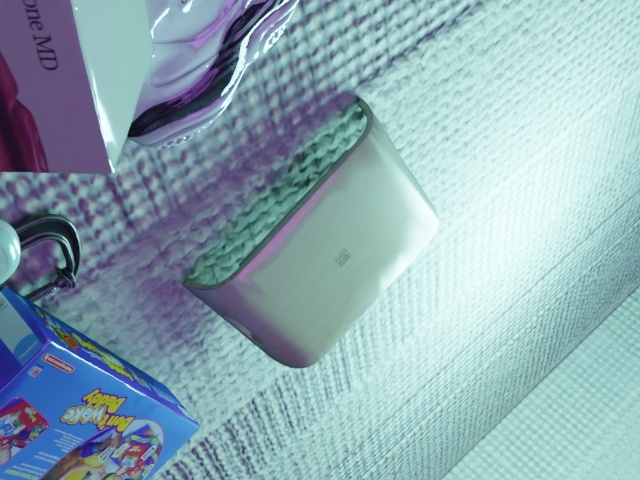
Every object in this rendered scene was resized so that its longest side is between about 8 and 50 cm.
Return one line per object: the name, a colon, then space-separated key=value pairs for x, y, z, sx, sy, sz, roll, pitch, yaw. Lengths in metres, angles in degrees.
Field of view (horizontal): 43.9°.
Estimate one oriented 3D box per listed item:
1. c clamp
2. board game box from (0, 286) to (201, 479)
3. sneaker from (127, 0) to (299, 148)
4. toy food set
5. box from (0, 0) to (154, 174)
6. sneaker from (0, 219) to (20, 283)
c clamp: x=-0.286 y=0.048 z=0.727 sx=0.160 sy=0.022 sz=0.137 roll=-35 pitch=141 yaw=-20
board game box: x=-0.290 y=0.212 z=0.808 sx=0.233 sy=0.078 sz=0.347 roll=-45 pitch=153 yaw=-9
sneaker: x=-0.091 y=-0.240 z=0.551 sx=0.366 sy=0.137 sz=0.210 roll=-54 pitch=151 yaw=12
toy food set: x=0.000 y=0.000 z=0.988 sx=0.306 sy=0.092 sz=0.220 roll=-48 pitch=137 yaw=-7
box: x=-0.218 y=-0.128 z=0.408 sx=0.232 sy=0.127 sz=0.149 roll=1 pitch=135 yaw=1
sneaker: x=-0.316 y=0.064 z=0.570 sx=0.255 sy=0.151 sz=0.094 roll=-22 pitch=129 yaw=-39
